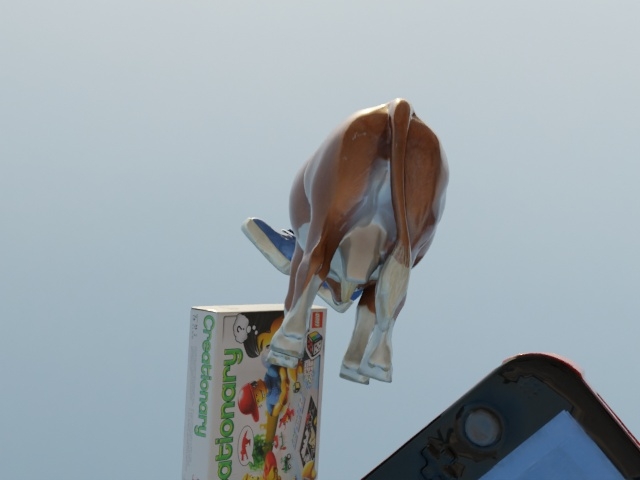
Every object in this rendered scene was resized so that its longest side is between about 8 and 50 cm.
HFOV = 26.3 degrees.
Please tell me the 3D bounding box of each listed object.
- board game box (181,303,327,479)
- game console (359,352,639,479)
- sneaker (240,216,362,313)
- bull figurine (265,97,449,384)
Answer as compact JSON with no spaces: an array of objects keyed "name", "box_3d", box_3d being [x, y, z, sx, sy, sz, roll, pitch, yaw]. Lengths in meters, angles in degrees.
[{"name":"board game box","box_3d":[-0.080,0.230,1.643,0.053,0.305,0.193,5,-177,41]},{"name":"game console","box_3d":[0.240,0.347,1.476,0.386,0.342,0.060,52,-160,12]},{"name":"sneaker","box_3d":[0.000,0.000,1.255,0.152,0.084,0.058,38,-174,-37]},{"name":"bull figurine","box_3d":[0.026,-0.001,0.935,0.101,0.310,0.188,14,-98,4]}]
